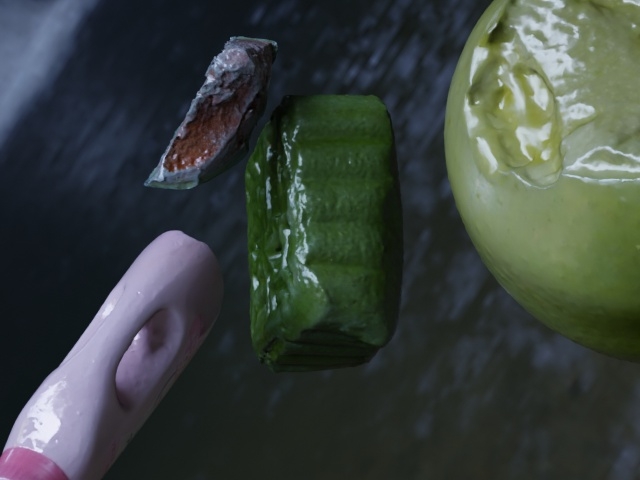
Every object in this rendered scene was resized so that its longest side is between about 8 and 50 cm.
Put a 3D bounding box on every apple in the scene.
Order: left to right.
[{"bbox_3d":[0.208,-0.054,1.082,0.279,0.279,0.279,-50,18,24],"label":"apple"}]

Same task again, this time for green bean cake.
[{"bbox_3d":[0.000,0.000,1.721,0.222,0.124,0.248,126,139,-66],"label":"green bean cake"}]

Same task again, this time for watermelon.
[{"bbox_3d":[-0.083,-0.122,1.607,0.187,0.071,0.139,-61,0,-26],"label":"watermelon"}]

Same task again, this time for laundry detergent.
[{"bbox_3d":[-0.193,0.138,1.533,0.335,0.087,0.159,-56,-15,-42],"label":"laundry detergent"}]
